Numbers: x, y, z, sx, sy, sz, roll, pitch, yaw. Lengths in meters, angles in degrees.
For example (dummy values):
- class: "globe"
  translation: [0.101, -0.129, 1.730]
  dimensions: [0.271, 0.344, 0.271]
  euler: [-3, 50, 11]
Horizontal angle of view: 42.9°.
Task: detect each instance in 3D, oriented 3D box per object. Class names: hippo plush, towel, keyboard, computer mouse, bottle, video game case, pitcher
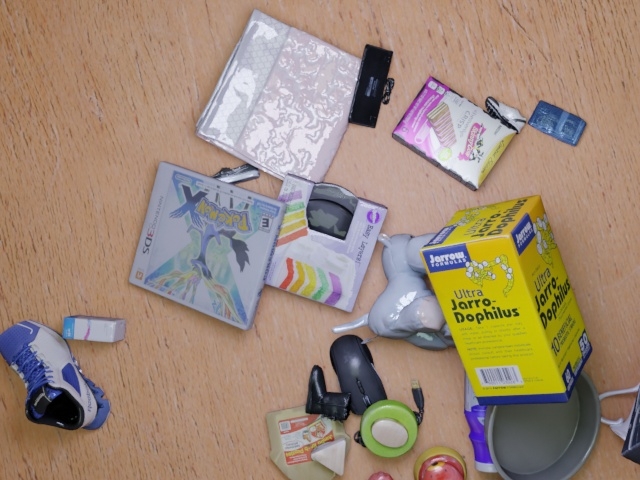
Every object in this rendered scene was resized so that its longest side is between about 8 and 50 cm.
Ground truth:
- class: "hippo plush"
  translation: [0.218, 0.107, 1.806]
  dimensions: [0.294, 0.234, 0.237]
  euler: [-11, 64, 42]
- class: "towel"
  translation: [0.536, -0.266, 1.842]
  dimensions: [0.119, 0.029, 0.067]
  euler: [26, 91, 6]
- class: "keyboard"
  translation: [0.122, -0.350, 1.865]
  dimensions: [0.108, 0.023, 0.180]
  euler: [7, 102, -34]
- class: "computer mouse"
  translation: [0.132, 0.331, 1.853]
  dimensions: [0.184, 0.060, 0.262]
  euler: [-17, 88, 6]
- class: "bottle"
  translation: [0.378, 0.367, 1.813]
  dimensions: [0.118, 0.092, 0.283]
  euler: [2, 89, 4]
- class: "towel"
  translation: [-0.081, -0.318, 1.864]
  dimensions: [0.317, 0.053, 0.332]
  euler: [26, 92, -6]
- class: "video game case"
  translation: [-0.263, 0.008, 1.851]
  dimensions: [0.329, 0.036, 0.300]
  euler: [19, 99, 19]
- class: "pitcher"
  translation: [0.717, 0.360, 1.777]
  dimensions: [0.178, 0.125, 0.207]
  euler: [44, 104, 20]

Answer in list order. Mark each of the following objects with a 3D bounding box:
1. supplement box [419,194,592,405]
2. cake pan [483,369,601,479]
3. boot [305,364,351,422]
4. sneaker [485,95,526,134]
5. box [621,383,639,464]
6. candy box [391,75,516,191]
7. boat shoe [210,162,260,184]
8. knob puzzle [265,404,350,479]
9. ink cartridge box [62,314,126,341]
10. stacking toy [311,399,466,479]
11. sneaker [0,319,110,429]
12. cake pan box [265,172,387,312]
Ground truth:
- class: "supplement box"
  translation: [0.370, 0.121, 1.598]
  dimensions: [0.195, 0.194, 0.357]
  euler: [-12, 109, 37]
- class: "cake pan"
  translation: [0.475, 0.395, 1.766]
  dimensions: [0.293, 0.054, 0.293]
  euler: [-3, 97, -22]
- class: "boot"
  translation: [0.022, 0.347, 1.839]
  dimensions: [0.099, 0.045, 0.121]
  euler: [5, 82, 20]
- class: "sneaker"
  translation: [0.421, -0.291, 1.854]
  dimensions: [0.109, 0.040, 0.044]
  euler: [44, 77, 1]
- class: "box"
  translation: [0.838, 0.193, 1.498]
  dimensions: [0.297, 0.480, 0.472]
  euler: [24, 60, 6]
- class: "candy box"
  translation: [0.300, -0.240, 1.843]
  dimensions: [0.233, 0.071, 0.159]
  euler: [33, 91, 5]
- class: "boat shoe"
  translation: [-0.213, -0.152, 1.904]
  dimensions: [0.142, 0.049, 0.040]
  euler: [-12, 82, -1]
- class: "knob puzzle"
  translation: [-0.023, 0.476, 1.880]
  dimensions: [0.213, 0.030, 0.213]
  euler: [0, 88, 5]
- class: "ink cartridge box"
  translation: [-0.526, 0.205, 1.903]
  dimensions: [0.122, 0.088, 0.052]
  euler: [3, 89, 5]
- class: "stacking toy"
  translation: [0.148, 0.524, 1.787]
  dimensions: [0.309, 0.130, 0.279]
  euler: [-36, 98, 6]
- class: "sneaker"
  translation: [-0.625, 0.317, 1.864]
  dimensions: [0.127, 0.182, 0.315]
  euler: [-45, 86, 2]
- class: "cake pan box"
  translation: [0.000, 0.000, 1.842]
  dimensions: [0.245, 0.070, 0.267]
  euler: [20, 100, -2]
